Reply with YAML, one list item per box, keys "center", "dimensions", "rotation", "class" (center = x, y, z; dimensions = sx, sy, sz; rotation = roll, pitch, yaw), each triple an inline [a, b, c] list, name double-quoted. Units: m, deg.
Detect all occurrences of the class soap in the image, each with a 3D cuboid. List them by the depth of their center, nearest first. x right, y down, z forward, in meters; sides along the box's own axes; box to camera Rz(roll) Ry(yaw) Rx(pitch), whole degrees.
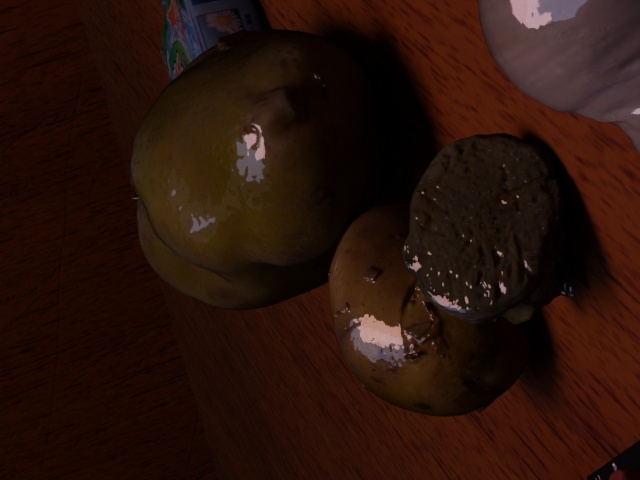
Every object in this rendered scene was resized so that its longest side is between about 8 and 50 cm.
- center: [-0.092, -0.150, 1.658]
  dimensions: [0.156, 0.077, 0.293]
  rotation: [108, 147, -63]
  class: "soap"

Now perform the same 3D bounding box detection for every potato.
- center: [0.071, 0.051, 1.203]
  dimensions: [0.176, 0.137, 0.137]
  rotation: [-127, 20, -59]
  class: "potato"
- center: [-0.042, -0.060, 1.345]
  dimensions: [0.202, 0.218, 0.351]
  rotation: [33, 166, -3]
  class: "potato"

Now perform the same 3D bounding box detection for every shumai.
- center: [0.113, 0.002, 1.050]
  dimensions: [0.087, 0.099, 0.124]
  rotation: [41, -127, -52]
  class: "shumai"

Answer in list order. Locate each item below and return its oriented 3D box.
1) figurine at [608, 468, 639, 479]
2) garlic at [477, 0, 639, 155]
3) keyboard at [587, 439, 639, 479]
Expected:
- center: [0.207, 0.252, 0.736]
  dimensions: [0.388, 0.248, 0.277]
  rotation: [100, 152, -50]
  class: "figurine"
- center: [0.128, -0.117, 0.635]
  dimensions: [0.178, 0.142, 0.229]
  rotation: [133, 125, -79]
  class: "garlic"
- center: [0.202, 0.155, 1.051]
  dimensions: [0.204, 0.013, 0.061]
  rotation: [107, 142, -72]
  class: "keyboard"
